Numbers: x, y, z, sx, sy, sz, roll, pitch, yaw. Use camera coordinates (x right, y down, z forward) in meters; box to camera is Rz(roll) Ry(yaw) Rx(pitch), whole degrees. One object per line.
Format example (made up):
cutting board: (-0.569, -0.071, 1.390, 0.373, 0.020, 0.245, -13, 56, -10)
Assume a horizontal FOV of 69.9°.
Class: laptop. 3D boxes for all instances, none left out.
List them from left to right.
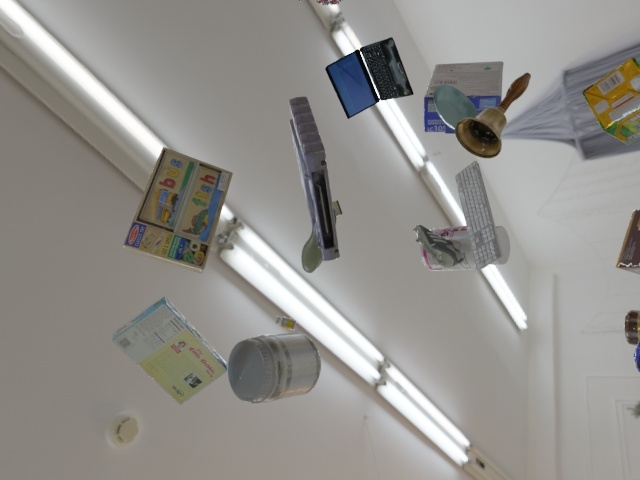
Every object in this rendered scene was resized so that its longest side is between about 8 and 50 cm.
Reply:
laptop: (0.192, -0.631, 1.806, 0.136, 0.264, 0.234, -47, -57, -29)

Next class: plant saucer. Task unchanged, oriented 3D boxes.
plant saucer: (0.438, -0.422, 1.504, 0.194, 0.037, 0.195, 14, -121, -25)

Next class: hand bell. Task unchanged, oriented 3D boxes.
hand bell: (0.457, -0.333, 1.146, 0.242, 0.126, 0.126, -49, -57, -15)

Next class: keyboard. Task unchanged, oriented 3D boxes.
keyboard: (0.356, -0.061, 1.044, 0.014, 0.072, 0.256, 15, -123, -31)

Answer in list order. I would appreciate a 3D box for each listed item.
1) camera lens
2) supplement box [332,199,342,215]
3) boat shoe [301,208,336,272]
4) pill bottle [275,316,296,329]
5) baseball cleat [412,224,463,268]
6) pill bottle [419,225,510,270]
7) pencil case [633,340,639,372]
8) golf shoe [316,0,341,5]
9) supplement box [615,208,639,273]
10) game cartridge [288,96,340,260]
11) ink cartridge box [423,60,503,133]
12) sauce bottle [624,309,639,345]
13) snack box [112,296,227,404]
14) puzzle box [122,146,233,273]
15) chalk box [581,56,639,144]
camera lens: (-0.151, 0.434, 1.580, 0.274, 0.219, 0.220, 8, -106, -47)
supplement box: (0.022, -0.105, 1.709, 0.083, 0.083, 0.056, -19, -92, -27)
boat shoe: (0.000, 0.000, 1.507, 0.068, 0.081, 0.228, -12, -58, -59)
pill bottle: (-0.144, 0.339, 1.890, 0.083, 0.043, 0.043, 17, -120, -5)
baseball cleat: (0.408, 0.011, 1.564, 0.072, 0.109, 0.206, 81, 163, -52)
pill bottle: (0.519, 0.026, 1.655, 0.160, 0.283, 0.161, 6, -99, -45)
pencil case: (0.920, 0.341, 1.165, 0.306, 0.133, 0.119, 30, -114, -26)
golf shoe: (-0.045, -0.978, 1.714, 0.306, 0.115, 0.140, -7, -82, -33)
supplement box: (0.994, 0.009, 1.327, 0.194, 0.129, 0.191, 19, -92, -81)
game cartridge: (-0.016, -0.144, 1.131, 0.355, 0.068, 0.230, 79, 173, -48)
ink cartridge box: (0.541, -0.534, 1.736, 0.395, 0.269, 0.151, -64, -29, -47)
sauce bottle: (1.041, 0.249, 1.250, 0.111, 0.344, 0.112, 5, -98, -43)
snack box: (-0.461, 0.350, 1.432, 0.187, 0.060, 0.322, -35, -64, -4)
puzzle box: (-0.489, -0.113, 1.608, 0.272, 0.052, 0.409, 18, -118, -17)
chalk box: (0.787, -0.337, 1.148, 0.213, 0.132, 0.132, 5, -120, -37)
